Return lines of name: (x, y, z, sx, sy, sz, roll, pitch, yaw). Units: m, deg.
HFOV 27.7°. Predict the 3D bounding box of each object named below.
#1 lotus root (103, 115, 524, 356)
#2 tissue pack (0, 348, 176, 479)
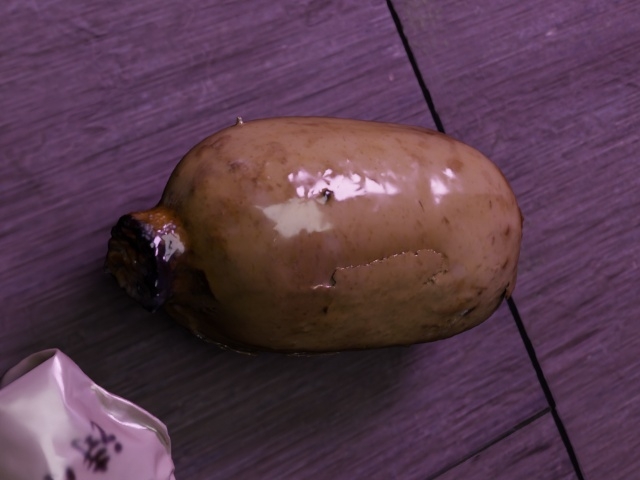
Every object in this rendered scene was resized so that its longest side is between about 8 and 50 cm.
lotus root: (0.000, 0.000, 0.827, 0.284, 0.146, 0.160, -5, 122, -30)
tissue pack: (-0.240, 0.230, 0.574, 0.375, 0.390, 0.195, -29, 63, -23)
